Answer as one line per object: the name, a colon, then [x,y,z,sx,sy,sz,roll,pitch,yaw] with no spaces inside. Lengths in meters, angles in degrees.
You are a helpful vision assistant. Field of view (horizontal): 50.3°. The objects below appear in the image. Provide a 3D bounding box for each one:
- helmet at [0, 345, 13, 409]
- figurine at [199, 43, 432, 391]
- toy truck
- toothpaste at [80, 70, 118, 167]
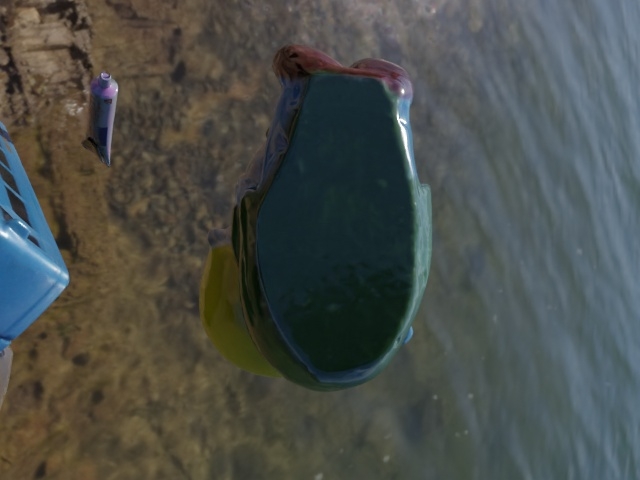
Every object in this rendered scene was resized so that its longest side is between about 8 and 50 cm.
helmet: [-0.422,0.130,0.651,0.224,0.198,0.130,38,15,2]
figurine: [-0.014,-0.004,0.418,0.127,0.234,0.185,-2,87,-6]
toy truck: [-0.338,-0.048,0.575,0.161,0.385,0.162,-42,131,-5]
toothpaste: [-0.248,-0.136,0.765,0.045,0.170,0.028,39,60,-2]
